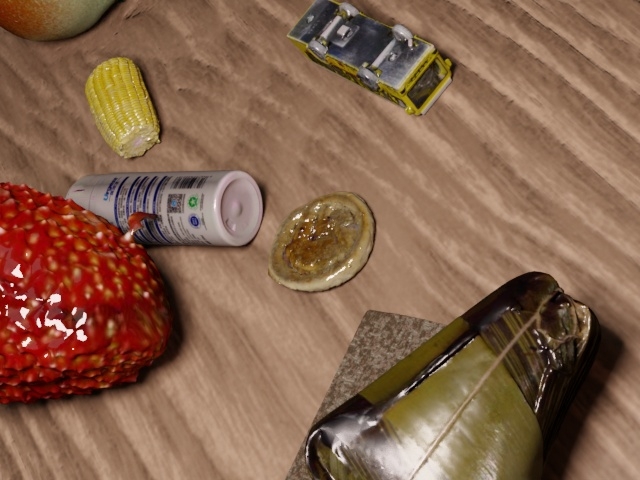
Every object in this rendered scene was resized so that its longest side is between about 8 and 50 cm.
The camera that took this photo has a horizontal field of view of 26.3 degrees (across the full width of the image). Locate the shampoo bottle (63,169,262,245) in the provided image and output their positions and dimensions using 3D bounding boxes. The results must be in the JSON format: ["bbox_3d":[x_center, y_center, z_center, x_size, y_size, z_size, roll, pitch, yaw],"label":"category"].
[{"bbox_3d":[-0.214,-0.039,1.685,0.303,0.092,0.092,0,60,37],"label":"shampoo bottle"}]

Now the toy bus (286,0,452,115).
[{"bbox_3d":[0.053,-0.223,1.633,0.081,0.074,0.226,-51,44,-7],"label":"toy bus"}]

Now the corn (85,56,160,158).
[{"bbox_3d":[-0.265,-0.179,1.844,0.085,0.063,0.165,-22,47,-10],"label":"corn"}]

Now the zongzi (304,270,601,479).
[{"bbox_3d":[0.178,0.215,1.209,0.289,0.154,0.317,-37,65,3],"label":"zongzi"}]

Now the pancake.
[{"bbox_3d":[0.000,0.000,1.548,0.139,0.022,0.139,-19,50,24],"label":"pancake"}]

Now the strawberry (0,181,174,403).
[{"bbox_3d":[-0.326,0.051,1.604,0.343,0.292,0.292,-3,56,14],"label":"strawberry"}]

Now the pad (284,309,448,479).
[{"bbox_3d":[0.059,0.182,1.389,0.158,0.003,0.235,11,67,40],"label":"pad"}]

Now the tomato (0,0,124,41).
[{"bbox_3d":[-0.383,-0.444,1.990,0.239,0.303,0.303,23,74,27],"label":"tomato"}]
